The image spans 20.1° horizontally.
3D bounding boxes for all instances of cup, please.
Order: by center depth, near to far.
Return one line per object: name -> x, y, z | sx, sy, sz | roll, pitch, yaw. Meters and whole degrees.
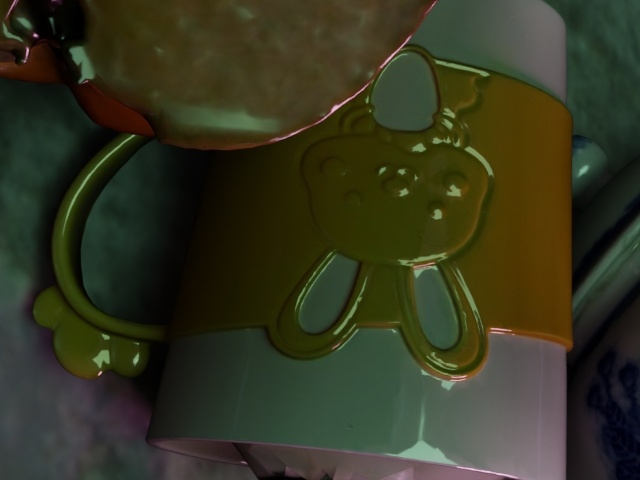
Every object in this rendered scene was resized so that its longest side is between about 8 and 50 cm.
cup -> 0.000, 0.000, 0.801 | 0.241, 0.185, 0.226 | 9, 79, -2

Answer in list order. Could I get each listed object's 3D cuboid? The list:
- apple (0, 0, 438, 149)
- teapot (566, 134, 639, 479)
apple -> -0.083, -0.216, 0.650 | 0.295, 0.329, 0.365 | -15, 121, -52
teapot -> 0.214, 0.046, 0.906 | 0.424, 0.252, 0.280 | -43, 75, -7
